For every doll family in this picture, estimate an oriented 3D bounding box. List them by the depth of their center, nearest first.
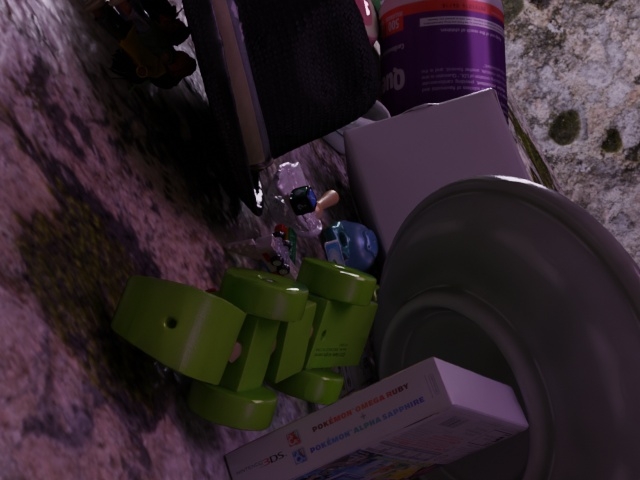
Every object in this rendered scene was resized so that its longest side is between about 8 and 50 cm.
[{"bbox_3d":[-0.154,-0.187,1.136,0.111,0.076,0.193,49,19,-27],"label":"doll family"}]

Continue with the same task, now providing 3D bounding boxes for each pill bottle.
[{"bbox_3d":[0.177,-0.194,1.838,0.181,0.181,0.323,22,65,-65],"label":"pill bottle"}]

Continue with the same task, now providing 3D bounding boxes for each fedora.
[{"bbox_3d":[-0.036,-0.184,1.173,0.334,0.152,0.334,165,-90,-88],"label":"fedora"}]

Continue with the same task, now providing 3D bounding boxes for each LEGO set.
[{"bbox_3d":[-0.012,0.071,1.245,0.182,0.060,0.244,-16,93,-72],"label":"LEGO set"}]

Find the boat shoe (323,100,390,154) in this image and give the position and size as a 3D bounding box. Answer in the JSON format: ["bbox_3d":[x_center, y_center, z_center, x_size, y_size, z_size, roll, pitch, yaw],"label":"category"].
[{"bbox_3d":[0.010,-0.186,1.585,0.258,0.084,0.095,26,41,-63],"label":"boat shoe"}]

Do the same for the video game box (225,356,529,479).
[{"bbox_3d":[0.052,0.161,1.038,0.205,0.187,0.048,28,36,-63],"label":"video game box"}]

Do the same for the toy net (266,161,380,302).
[{"bbox_3d":[0.000,0.000,1.371,0.232,0.045,0.122,37,44,-50],"label":"toy net"}]

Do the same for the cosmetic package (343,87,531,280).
[{"bbox_3d":[0.169,0.028,1.498,0.155,0.197,0.365,81,-7,-62],"label":"cosmetic package"}]

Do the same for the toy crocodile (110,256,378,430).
[{"bbox_3d":[-0.042,0.071,1.027,0.340,0.105,0.115,-2,109,-66],"label":"toy crocodile"}]

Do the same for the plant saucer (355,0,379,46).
[{"bbox_3d":[-0.014,-0.372,1.789,0.332,0.084,0.332,53,20,-28],"label":"plant saucer"}]

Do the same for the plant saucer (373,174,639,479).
[{"bbox_3d":[0.159,0.142,1.207,0.100,0.400,0.400,-16,78,-36],"label":"plant saucer"}]

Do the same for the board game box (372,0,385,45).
[{"bbox_3d":[0.130,-0.317,2.069,0.317,0.046,0.213,56,2,-31],"label":"board game box"}]
